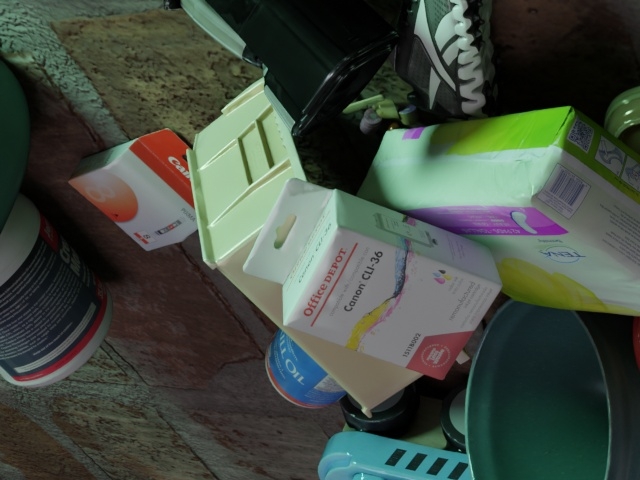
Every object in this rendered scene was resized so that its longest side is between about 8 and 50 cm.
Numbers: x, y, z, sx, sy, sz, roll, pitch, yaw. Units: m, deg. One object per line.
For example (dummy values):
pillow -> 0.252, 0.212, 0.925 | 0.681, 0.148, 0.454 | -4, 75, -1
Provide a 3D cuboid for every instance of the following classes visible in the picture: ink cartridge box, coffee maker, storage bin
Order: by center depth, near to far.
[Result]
coffee maker -> -0.030, -0.199, 1.006 | 0.178, 0.120, 0.171 | 46, 157, 9
ink cartridge box -> 0.041, 0.034, 1.031 | 0.198, 0.067, 0.115 | 20, 119, -14
storage bin -> 0.000, 0.000, 1.203 | 0.123, 0.260, 0.262 | -37, 121, 13
ink cartridge box -> -0.197, -0.057, 1.430 | 0.179, 0.045, 0.145 | -11, 134, 45

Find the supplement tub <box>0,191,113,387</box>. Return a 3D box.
supplement tub -> -0.422, 0.052, 1.586 | 0.191, 0.191, 0.272 | -1, 140, 33

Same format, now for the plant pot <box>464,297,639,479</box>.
plant pot -> 0.314, 0.206, 1.304 | 0.196, 0.293, 0.293 | 5, 153, -21

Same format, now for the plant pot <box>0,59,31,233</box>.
plant pot -> -0.468, -0.107, 1.350 | 0.293, 0.235, 0.293 | 17, 147, 11

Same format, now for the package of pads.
package of pads -> 0.202, -0.019, 1.086 | 0.229, 0.101, 0.296 | 31, 168, -24

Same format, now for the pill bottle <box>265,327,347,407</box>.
pill bottle -> 0.021, 0.117, 1.466 | 0.124, 0.124, 0.221 | 28, 146, -7

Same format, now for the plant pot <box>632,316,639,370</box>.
plant pot -> 0.412, 0.086, 1.130 | 0.191, 0.191, 0.174 | 33, 154, -15

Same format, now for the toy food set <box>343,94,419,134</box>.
toy food set -> 0.081, -0.112, 1.204 | 0.078, 0.019, 0.122 | -12, 141, 42

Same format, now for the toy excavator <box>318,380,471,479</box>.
toy excavator -> 0.172, 0.415, 1.497 | 0.433, 0.445, 0.222 | 10, 145, 21

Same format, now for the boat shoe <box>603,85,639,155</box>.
boat shoe -> 0.382, -0.064, 1.016 | 0.285, 0.089, 0.104 | 13, 146, 17

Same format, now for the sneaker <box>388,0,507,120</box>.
sneaker -> 0.098, -0.187, 1.031 | 0.106, 0.078, 0.234 | 7, 146, 20
